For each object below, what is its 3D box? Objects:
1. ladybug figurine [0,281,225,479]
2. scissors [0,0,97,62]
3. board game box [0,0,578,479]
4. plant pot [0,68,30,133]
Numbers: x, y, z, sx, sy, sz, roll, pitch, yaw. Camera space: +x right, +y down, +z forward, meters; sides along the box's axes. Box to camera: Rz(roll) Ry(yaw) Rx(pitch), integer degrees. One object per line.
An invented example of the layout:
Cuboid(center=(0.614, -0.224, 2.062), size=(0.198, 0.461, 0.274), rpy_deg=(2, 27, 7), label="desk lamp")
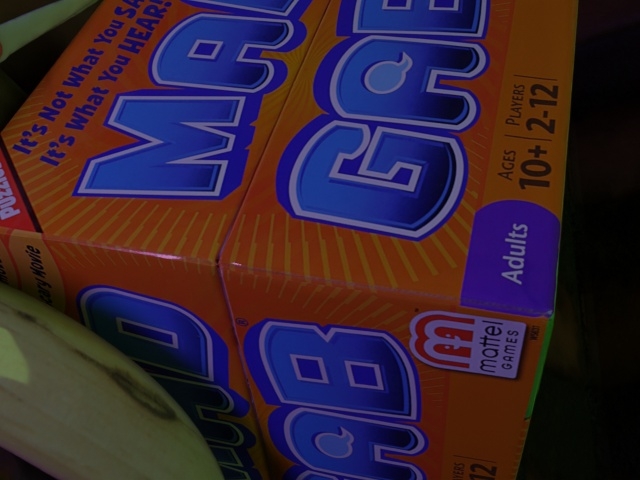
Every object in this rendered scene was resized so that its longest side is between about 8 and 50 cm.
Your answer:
Cuboid(center=(-0.234, 0.163, 0.482), size=(0.305, 0.162, 0.449), rpy_deg=(-42, 127, -6), label="ladybug figurine")
Cuboid(center=(-0.219, -0.119, 0.491), size=(0.109, 0.021, 0.297), rpy_deg=(72, 33, -44), label="scissors")
Cuboid(center=(0.000, 0.000, 0.666), size=(0.356, 0.356, 0.356), rpy_deg=(84, 19, -48), label="board game box")
Cuboid(center=(-0.286, -0.085, 0.560), size=(0.165, 0.167, 0.167), rpy_deg=(45, 44, -53), label="plant pot")
